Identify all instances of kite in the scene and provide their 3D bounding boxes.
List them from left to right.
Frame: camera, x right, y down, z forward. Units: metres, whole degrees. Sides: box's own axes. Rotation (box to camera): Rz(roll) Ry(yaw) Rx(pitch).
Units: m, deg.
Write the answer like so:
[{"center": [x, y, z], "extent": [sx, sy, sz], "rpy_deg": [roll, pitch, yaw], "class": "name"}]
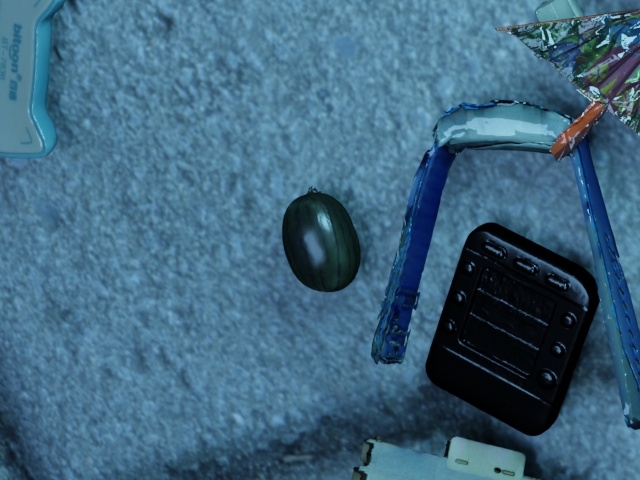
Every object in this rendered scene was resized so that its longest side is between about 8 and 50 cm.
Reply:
[{"center": [0.272, -0.150, 1.671], "extent": [0.232, 0.009, 0.189], "rpy_deg": [42, 97, 11], "class": "kite"}]

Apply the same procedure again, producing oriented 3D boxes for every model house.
[{"center": [0.137, 0.329, 1.847], "extent": [0.271, 0.178, 0.206], "rpy_deg": [11, 129, 4], "class": "model house"}]

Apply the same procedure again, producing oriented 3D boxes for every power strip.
[{"center": [0.236, -0.189, 1.716], "extent": [0.040, 0.016, 0.090], "rpy_deg": [-27, 92, 33], "class": "power strip"}]

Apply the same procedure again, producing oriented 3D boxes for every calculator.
[{"center": [-0.440, -0.240, 2.080], "extent": [0.386, 0.054, 0.256], "rpy_deg": [19, 114, 26], "class": "calculator"}]

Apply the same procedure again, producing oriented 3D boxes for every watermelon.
[{"center": [0.000, 0.000, 1.881], "extent": [0.078, 0.078, 0.111], "rpy_deg": [-15, 97, 33], "class": "watermelon"}]

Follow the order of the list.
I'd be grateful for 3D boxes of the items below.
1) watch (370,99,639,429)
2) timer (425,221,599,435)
[{"center": [0.205, 0.013, 1.714], "extent": [0.276, 0.068, 0.274], "rpy_deg": [13, 88, 21], "class": "watch"}, {"center": [0.192, 0.087, 1.811], "extent": [0.144, 0.055, 0.187], "rpy_deg": [29, 121, 22], "class": "timer"}]
